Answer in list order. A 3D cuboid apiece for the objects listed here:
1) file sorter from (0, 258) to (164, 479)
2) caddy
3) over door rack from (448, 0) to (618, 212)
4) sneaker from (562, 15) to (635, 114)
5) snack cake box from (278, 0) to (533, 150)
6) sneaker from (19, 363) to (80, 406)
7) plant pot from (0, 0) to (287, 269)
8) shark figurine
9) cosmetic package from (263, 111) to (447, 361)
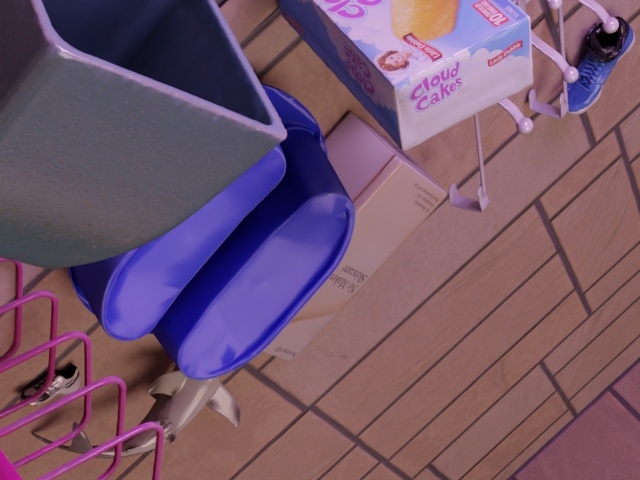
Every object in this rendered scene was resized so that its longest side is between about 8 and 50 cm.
[{"bbox_3d":[-0.318,0.185,1.354,0.182,0.291,0.202,-25,146,-33],"label":"file sorter"},{"bbox_3d":[-0.125,-0.014,1.443,0.241,0.179,0.341,34,103,-37],"label":"caddy"},{"bbox_3d":[0.282,-0.203,1.686,0.239,0.108,0.324,-47,155,-29],"label":"over door rack"},{"bbox_3d":[0.392,-0.254,1.857,0.152,0.058,0.084,-51,155,6],"label":"sneaker"},{"bbox_3d":[0.076,-0.223,1.295,0.152,0.264,0.089,-27,139,-13],"label":"snack cake box"},{"bbox_3d":[-0.333,0.175,1.588,0.083,0.032,0.037,-21,131,-41],"label":"sneaker"},{"bbox_3d":[-0.230,-0.115,1.100,0.248,0.247,0.252,17,125,-46],"label":"plant pot"},{"bbox_3d":[-0.225,0.221,1.710,0.278,0.116,0.166,-40,118,-21],"label":"shark figurine"},{"bbox_3d":[0.000,0.000,1.671,0.309,0.113,0.160,-49,150,9],"label":"cosmetic package"}]
